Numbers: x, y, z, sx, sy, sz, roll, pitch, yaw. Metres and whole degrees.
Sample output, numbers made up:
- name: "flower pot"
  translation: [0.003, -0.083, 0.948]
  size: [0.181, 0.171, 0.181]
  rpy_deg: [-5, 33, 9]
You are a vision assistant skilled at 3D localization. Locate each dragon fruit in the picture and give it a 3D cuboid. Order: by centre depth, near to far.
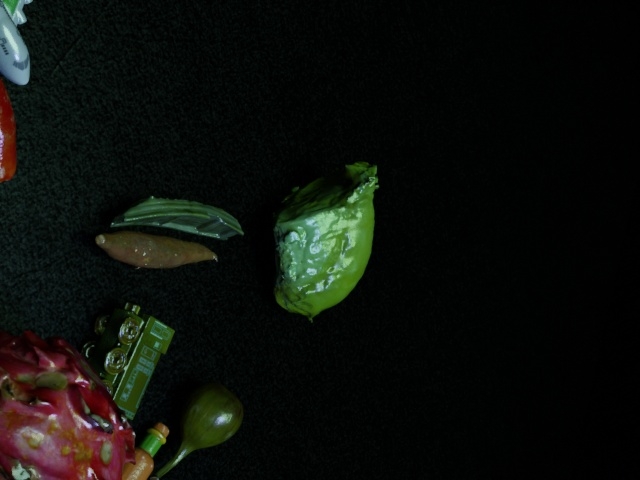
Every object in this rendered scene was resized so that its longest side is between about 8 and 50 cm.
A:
- name: "dragon fruit"
  translation: [-0.425, 0.277, 1.327]
  size: [0.249, 0.371, 0.386]
  rpy_deg: [-55, 150, -18]

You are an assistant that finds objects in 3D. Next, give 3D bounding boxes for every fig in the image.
- name: "fig"
  translation: [-0.250, 0.389, 1.747]
  size: [0.236, 0.124, 0.124]
  rpy_deg: [-53, 131, -23]

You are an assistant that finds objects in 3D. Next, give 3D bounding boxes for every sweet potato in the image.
- name: "sweet potato"
  translation: [-0.310, 0.024, 1.671]
  size: [0.314, 0.066, 0.072]
  rpy_deg: [14, 91, -52]

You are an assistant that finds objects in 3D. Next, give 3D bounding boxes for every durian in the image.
- name: "durian"
  translation: [0.000, 0.000, 1.944]
  size: [0.256, 0.204, 0.339]
  rpy_deg: [-15, 116, -33]

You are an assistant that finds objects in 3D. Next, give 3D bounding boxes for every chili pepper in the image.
- name: "chili pepper"
  translation: [-0.510, -0.171, 1.382]
  size: [0.071, 0.063, 0.272]
  rpy_deg: [-41, 144, -53]

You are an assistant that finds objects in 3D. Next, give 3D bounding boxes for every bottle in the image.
- name: "bottle"
  translation: [-0.349, 0.425, 1.671]
  size: [0.187, 0.069, 0.069]
  rpy_deg: [-54, 131, -34]

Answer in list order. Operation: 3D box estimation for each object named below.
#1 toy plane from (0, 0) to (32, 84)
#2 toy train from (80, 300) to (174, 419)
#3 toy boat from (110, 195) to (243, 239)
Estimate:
- name: "toy plane"
  translation: [-0.517, -0.355, 1.357]
  size: [0.251, 0.101, 0.255]
  rpy_deg: [-45, 130, -37]
- name: "toy train"
  translation: [-0.364, 0.227, 1.614]
  size: [0.137, 0.090, 0.225]
  rpy_deg: [42, 64, -47]
- name: "toy boat"
  translation: [-0.269, -0.043, 1.691]
  size: [0.293, 0.093, 0.055]
  rpy_deg: [7, 71, -50]
